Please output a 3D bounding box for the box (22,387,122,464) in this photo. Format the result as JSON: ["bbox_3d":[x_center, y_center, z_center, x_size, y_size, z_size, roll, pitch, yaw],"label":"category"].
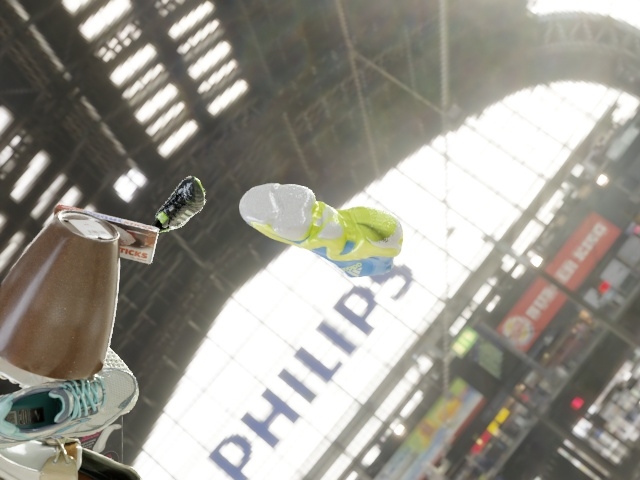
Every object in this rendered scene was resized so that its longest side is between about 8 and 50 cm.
[{"bbox_3d":[-0.529,0.394,2.249,0.165,0.143,0.270,-13,-70,-50],"label":"box"}]

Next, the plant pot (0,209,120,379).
[{"bbox_3d":[-0.420,0.074,1.736,0.215,0.215,0.230,-13,-48,-62],"label":"plant pot"}]

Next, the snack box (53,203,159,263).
[{"bbox_3d":[-0.372,-0.011,1.808,0.022,0.178,0.064,-90,15,-66],"label":"snack box"}]

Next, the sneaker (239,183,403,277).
[{"bbox_3d":[0.000,0.000,1.494,0.126,0.240,0.091,85,-154,-52],"label":"sneaker"}]

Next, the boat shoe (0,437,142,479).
[{"bbox_3d":[-0.445,0.383,1.796,0.302,0.113,0.103,30,-65,-31],"label":"boat shoe"}]

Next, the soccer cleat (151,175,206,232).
[{"bbox_3d":[-0.264,-0.060,1.950,0.072,0.060,0.179,-33,-7,-33],"label":"soccer cleat"}]

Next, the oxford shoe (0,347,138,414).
[{"bbox_3d":[-0.560,0.223,2.037,0.130,0.449,0.169,-64,-2,22],"label":"oxford shoe"}]

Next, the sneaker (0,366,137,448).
[{"bbox_3d":[-0.418,0.276,1.725,0.283,0.110,0.122,-15,-6,-37],"label":"sneaker"}]
